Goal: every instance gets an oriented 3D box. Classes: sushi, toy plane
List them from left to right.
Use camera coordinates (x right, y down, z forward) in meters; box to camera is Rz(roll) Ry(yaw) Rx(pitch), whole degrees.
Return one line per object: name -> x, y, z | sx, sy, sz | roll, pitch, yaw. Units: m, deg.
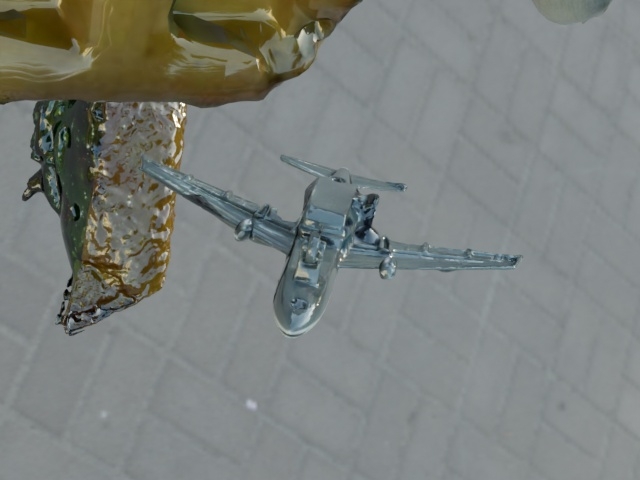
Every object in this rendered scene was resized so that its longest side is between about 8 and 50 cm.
sushi -> -0.209, -0.059, 1.275 | 0.140, 0.149, 0.287 | 7, 95, -22
toy plane -> 0.001, -0.004, 0.719 | 0.225, 0.226, 0.058 | 15, 104, 2

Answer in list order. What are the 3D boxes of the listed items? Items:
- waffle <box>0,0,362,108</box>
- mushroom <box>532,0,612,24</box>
waffle -> -0.121, -0.133, 0.279 | 0.327, 0.224, 0.098 | -2, 47, -27
mushroom -> 0.224, -0.276, 1.208 | 0.116, 0.093, 0.225 | -60, 150, -4
